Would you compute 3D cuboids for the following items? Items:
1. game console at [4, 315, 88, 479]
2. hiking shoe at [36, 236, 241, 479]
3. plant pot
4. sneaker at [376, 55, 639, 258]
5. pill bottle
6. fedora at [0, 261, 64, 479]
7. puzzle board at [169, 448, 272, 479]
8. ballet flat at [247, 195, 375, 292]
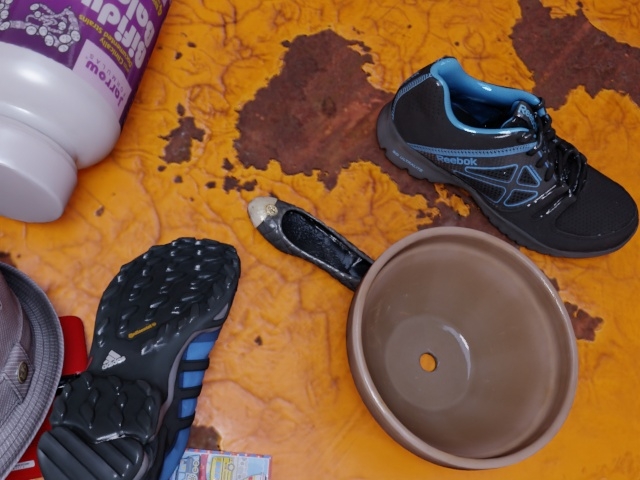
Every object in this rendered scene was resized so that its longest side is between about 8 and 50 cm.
[{"bbox_3d":[-0.282,0.146,0.662,0.143,0.085,0.124,-7,102,-19],"label":"game console"},{"bbox_3d":[-0.156,0.119,0.665,0.113,0.132,0.304,14,42,9],"label":"hiking shoe"},{"bbox_3d":[0.129,0.113,0.745,0.237,0.110,0.238,6,69,-15],"label":"plant pot"},{"bbox_3d":[0.233,-0.087,0.842,0.340,0.140,0.125,24,62,-8],"label":"sneaker"},{"bbox_3d":[-0.260,-0.177,0.713,0.169,0.169,0.302,17,65,-10],"label":"pill bottle"},{"bbox_3d":[-0.334,0.083,0.562,0.243,0.124,0.276,13,45,5],"label":"fedora"},{"bbox_3d":[-0.095,0.260,0.673,0.096,0.011,0.128,9,67,-13],"label":"puzzle board"},{"bbox_3d":[0.000,0.000,0.786,0.173,0.049,0.058,31,62,-3],"label":"ballet flat"}]
